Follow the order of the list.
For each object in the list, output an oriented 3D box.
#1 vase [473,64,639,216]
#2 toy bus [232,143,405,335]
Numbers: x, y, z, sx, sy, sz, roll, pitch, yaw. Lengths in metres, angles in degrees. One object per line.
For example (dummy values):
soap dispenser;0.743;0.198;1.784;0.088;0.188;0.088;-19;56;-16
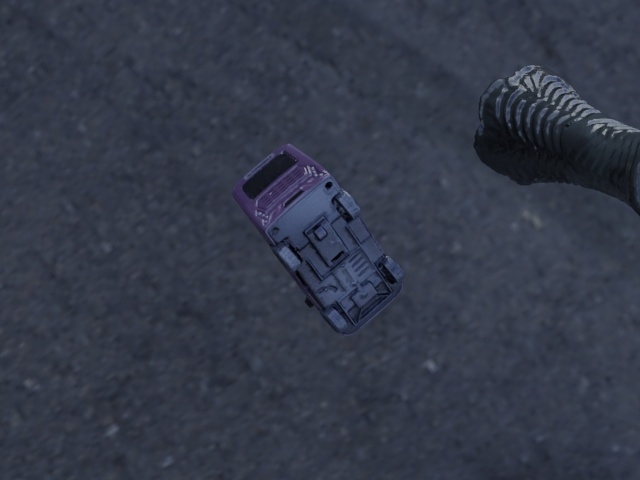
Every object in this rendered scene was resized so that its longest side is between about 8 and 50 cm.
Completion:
vase;0.234;-0.077;1.493;0.115;0.237;0.115;-6;107;-22
toy bus;0.000;0.000;1.560;0.098;0.087;0.178;43;-8;44
